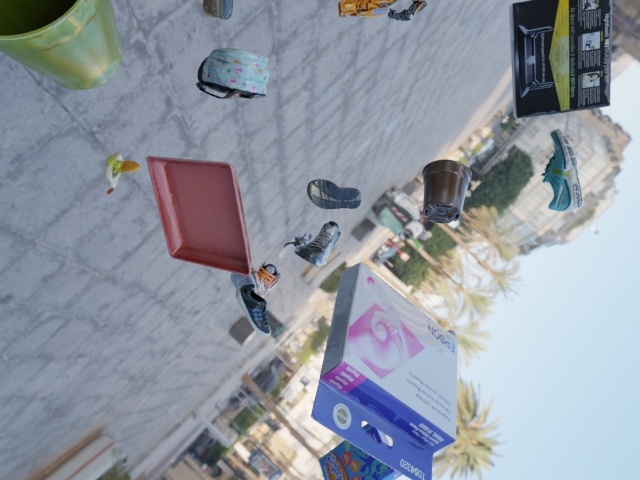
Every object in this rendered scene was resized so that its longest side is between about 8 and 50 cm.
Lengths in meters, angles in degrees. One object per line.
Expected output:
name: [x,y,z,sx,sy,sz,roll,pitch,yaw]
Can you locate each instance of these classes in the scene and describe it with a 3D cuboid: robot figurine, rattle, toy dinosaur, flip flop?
robot figurine: [0.193,-0.770,1.539,0.291,0.211,0.085,-8,-165,0]
rattle: [-0.835,-0.266,2.159,0.130,0.142,0.200,-103,-157,-51]
toy dinosaur: [-0.062,-0.004,1.636,0.090,0.047,0.082,-3,-176,21]
flip flop: [0.048,-0.175,1.980,0.277,0.080,0.112,1,98,-44]

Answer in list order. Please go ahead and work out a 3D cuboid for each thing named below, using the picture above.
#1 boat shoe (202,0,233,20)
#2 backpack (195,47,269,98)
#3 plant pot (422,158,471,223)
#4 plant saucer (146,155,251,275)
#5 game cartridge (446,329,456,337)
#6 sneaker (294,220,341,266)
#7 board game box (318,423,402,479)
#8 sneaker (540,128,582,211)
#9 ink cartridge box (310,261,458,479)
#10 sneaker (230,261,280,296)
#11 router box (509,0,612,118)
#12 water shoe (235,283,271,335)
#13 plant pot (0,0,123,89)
boat shoe: [-0.372,-0.954,1.808,0.111,0.104,0.307,-46,152,-58]
backpack: [-0.200,-0.397,1.215,0.152,0.182,0.115,-8,113,-33]
plant pot: [0.415,-0.156,1.708,0.167,0.167,0.165,121,-15,-62]
plant saucer: [-0.262,-0.064,1.144,0.047,0.259,0.258,-37,128,-49]
game cartridge: [0.334,0.408,1.827,0.196,0.060,0.294,-10,153,-30]
sneaker: [0.000,0.000,1.448,0.132,0.086,0.228,-59,174,3]
board game box: [0.104,0.619,1.391,0.210,0.047,0.160,-42,-142,12]
sneaker: [0.776,-0.229,1.662,0.110,0.275,0.107,-9,173,36]
ink cartridge box: [0.148,0.258,0.996,0.071,0.324,0.330,-33,-150,37]
sneaker: [-0.249,0.140,2.001,0.180,0.124,0.321,-46,168,-24]
router box: [0.655,-0.508,1.397,0.242,0.309,0.081,-4,-162,14]
water shoe: [-0.223,0.249,1.813,0.080,0.203,0.073,-30,-171,15]
plant pot: [-0.689,-0.580,1.319,0.366,0.366,0.353,-47,171,-9]
